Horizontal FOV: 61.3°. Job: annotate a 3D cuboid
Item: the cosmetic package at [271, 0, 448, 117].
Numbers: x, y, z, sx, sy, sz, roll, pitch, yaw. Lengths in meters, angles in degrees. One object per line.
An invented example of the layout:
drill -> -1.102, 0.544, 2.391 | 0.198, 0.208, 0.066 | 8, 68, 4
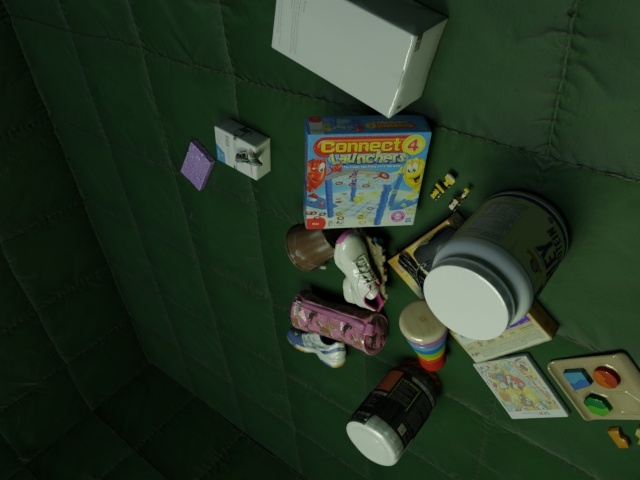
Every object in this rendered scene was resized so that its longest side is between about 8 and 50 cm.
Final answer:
cosmetic package -> 0.079, -0.489, 1.278 | 0.385, 0.156, 0.217 | 36, 142, 17

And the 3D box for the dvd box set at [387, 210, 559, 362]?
dvd box set -> 0.421, 0.148, 1.551 | 0.420, 0.062, 0.307 | 48, 144, 2

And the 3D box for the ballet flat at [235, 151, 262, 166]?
ballet flat -> -0.237, -0.268, 1.766 | 0.114, 0.041, 0.041 | 16, 132, 35

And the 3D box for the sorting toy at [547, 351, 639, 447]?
sorting toy -> 0.781, 0.437, 1.440 | 0.307, 0.041, 0.229 | 53, 144, -4

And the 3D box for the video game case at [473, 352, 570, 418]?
video game case -> 0.607, 0.448, 1.647 | 0.227, 0.026, 0.206 | 54, 144, -4

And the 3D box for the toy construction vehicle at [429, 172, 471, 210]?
toy construction vehicle -> 0.343, -0.128, 1.421 | 0.086, 0.035, 0.098 | 50, 143, 19

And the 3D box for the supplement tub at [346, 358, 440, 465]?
supplement tub -> 0.261, 0.581, 1.863 | 0.207, 0.338, 0.207 | 28, 139, 28

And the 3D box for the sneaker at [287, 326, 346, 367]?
sneaker -> -0.011, 0.400, 2.215 | 0.296, 0.112, 0.131 | 20, 117, 33

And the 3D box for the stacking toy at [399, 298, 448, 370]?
stacking toy -> 0.337, 0.317, 1.667 | 0.141, 0.141, 0.330 | 24, 155, 32

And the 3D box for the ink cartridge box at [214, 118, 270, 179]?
ink cartridge box -> -0.266, -0.313, 1.854 | 0.191, 0.082, 0.139 | 29, 139, 24

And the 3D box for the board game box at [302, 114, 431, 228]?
board game box -> 0.111, -0.174, 1.418 | 0.308, 0.086, 0.302 | -3, 133, -5

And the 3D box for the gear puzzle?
gear puzzle -> 0.178, 0.109, 1.771 | 0.175, 0.044, 0.338 | 41, 149, 46

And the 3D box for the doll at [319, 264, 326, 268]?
doll -> -0.022, 0.055, 1.950 | 0.129, 0.046, 0.189 | 42, 143, 12

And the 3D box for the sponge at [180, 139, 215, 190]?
sponge -> -0.489, -0.296, 2.147 | 0.117, 0.031, 0.210 | 47, 143, 4

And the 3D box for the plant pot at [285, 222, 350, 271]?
plant pot -> 0.000, 0.000, 1.747 | 0.165, 0.167, 0.167 | -24, 103, 45

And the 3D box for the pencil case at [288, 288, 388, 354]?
pencil case -> 0.063, 0.295, 1.976 | 0.386, 0.167, 0.160 | 13, 109, 39

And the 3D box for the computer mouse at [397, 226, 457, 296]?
computer mouse -> 0.325, 0.081, 1.487 | 0.184, 0.060, 0.262 | 51, 144, -1

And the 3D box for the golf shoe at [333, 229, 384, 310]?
golf shoe -> 0.131, 0.098, 1.678 | 0.140, 0.115, 0.306 | 32, 151, 41

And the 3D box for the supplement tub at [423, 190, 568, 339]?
supplement tub -> 0.408, 0.053, 1.257 | 0.235, 0.325, 0.235 | 28, 138, 28

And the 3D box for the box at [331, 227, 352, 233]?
box -> 0.045, -0.033, 1.819 | 0.136, 0.028, 0.081 | 33, 141, 26
